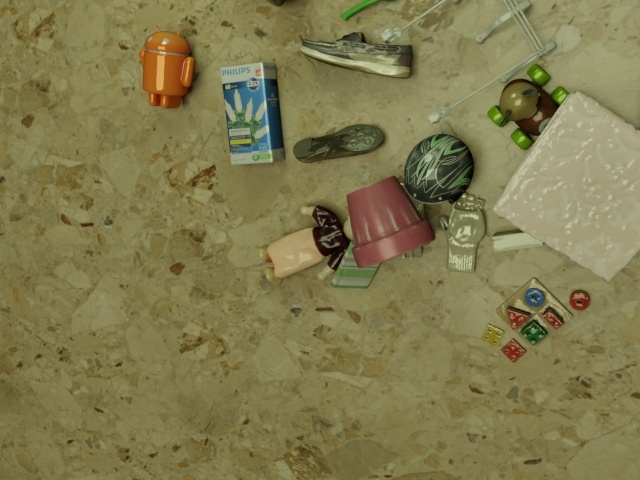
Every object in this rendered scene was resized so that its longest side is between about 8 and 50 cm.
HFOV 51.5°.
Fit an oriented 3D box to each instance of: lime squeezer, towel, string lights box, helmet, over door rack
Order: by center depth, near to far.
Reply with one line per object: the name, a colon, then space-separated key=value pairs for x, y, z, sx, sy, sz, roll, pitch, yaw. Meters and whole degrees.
towel: x=0.603 y=-0.112 z=1.469 sx=0.331 sy=0.053 sz=0.317 roll=32 pitch=110 yaw=-2
over door rack: x=0.328 y=-0.446 z=1.506 sx=0.324 sy=0.108 sz=0.240 roll=-31 pitch=89 yaw=6
helmet: x=0.278 y=-0.167 z=1.565 sx=0.169 sy=0.161 sz=0.170 roll=-1 pitch=87 yaw=30
lime squeezer: x=0.168 y=-0.645 z=1.585 sx=0.310 sy=0.058 sz=0.110 roll=-58 pitch=47 yaw=25
towel: x=0.099 y=0.066 z=1.742 sx=0.152 sy=0.113 sz=0.023 roll=-67 pitch=32 yaw=32
string lights box: x=-0.182 y=-0.339 z=1.786 sx=0.133 sy=0.076 sz=0.260 roll=-1 pitch=102 yaw=25

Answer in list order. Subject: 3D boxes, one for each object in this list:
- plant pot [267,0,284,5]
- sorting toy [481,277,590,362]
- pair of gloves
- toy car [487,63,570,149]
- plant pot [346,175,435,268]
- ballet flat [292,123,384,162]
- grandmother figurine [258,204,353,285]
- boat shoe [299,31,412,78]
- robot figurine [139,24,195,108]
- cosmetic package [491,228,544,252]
plant pot: x=-0.129 y=-0.739 z=1.593 sx=0.263 sy=0.263 sz=0.229 roll=40 pitch=98 yaw=10
sorting toy: x=0.514 y=0.190 z=1.625 sx=0.132 sy=0.046 sz=0.274 roll=46 pitch=116 yaw=8
pair of gloves: x=0.292 y=-0.032 z=1.673 sx=0.240 sy=0.042 sz=0.204 roll=15 pitch=108 yaw=19
toy car: x=0.451 y=-0.292 z=1.457 sx=0.149 sy=0.188 sz=0.155 roll=47 pitch=116 yaw=9
plant pot: x=0.153 y=-0.050 z=1.600 sx=0.201 sy=0.201 sz=0.180 roll=-21 pitch=91 yaw=26
ballet flat: x=0.049 y=-0.244 z=1.726 sx=0.249 sy=0.058 sz=0.084 roll=-9 pitch=63 yaw=20
grandmother figurine: x=0.000 y=0.000 z=1.780 sx=0.342 sy=0.104 sz=0.208 roll=-20 pitch=92 yaw=23
boat shoe: x=0.090 y=-0.465 z=1.630 sx=0.285 sy=0.103 sz=0.092 roll=16 pitch=103 yaw=15
robot figurine: x=-0.427 y=-0.479 z=1.833 sx=0.158 sy=0.128 sz=0.220 roll=-141 pitch=56 yaw=-59
cosmetic package: x=0.475 y=-0.003 z=1.590 sx=0.115 sy=0.060 sz=0.041 roll=-9 pitch=97 yaw=24
